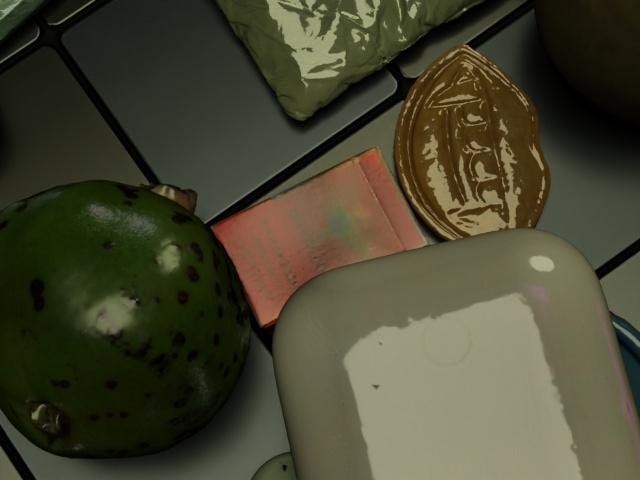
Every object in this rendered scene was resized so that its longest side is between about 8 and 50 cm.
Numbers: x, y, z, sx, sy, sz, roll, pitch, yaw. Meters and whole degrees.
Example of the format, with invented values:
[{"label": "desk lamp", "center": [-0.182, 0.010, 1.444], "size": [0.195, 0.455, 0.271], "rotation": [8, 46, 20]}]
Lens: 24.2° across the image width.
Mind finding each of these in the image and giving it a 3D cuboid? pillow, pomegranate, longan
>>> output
[{"label": "pillow", "center": [0.019, -0.296, 1.433], "size": [0.281, 0.076, 0.274], "rotation": [-32, 79, -5]}, {"label": "pomegranate", "center": [-0.181, 0.055, 1.286], "size": [0.254, 0.254, 0.270], "rotation": [14, 59, 5]}, {"label": "longan", "center": [0.312, -0.225, 1.336], "size": [0.248, 0.248, 0.248], "rotation": [0, 77, 2]}]

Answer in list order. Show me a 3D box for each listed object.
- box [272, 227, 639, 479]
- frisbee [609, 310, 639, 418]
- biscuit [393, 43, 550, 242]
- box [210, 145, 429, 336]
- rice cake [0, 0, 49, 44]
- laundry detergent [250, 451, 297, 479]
[{"label": "box", "center": [0.122, 0.173, 1.238], "size": [0.289, 0.141, 0.349], "rotation": [-13, 78, -1]}, {"label": "frisbee", "center": [0.183, 0.184, 1.330], "size": [0.289, 0.049, 0.289], "rotation": [-1, 79, 4]}, {"label": "biscuit", "center": [0.141, -0.079, 1.403], "size": [0.142, 0.029, 0.220], "rotation": [-7, 77, 1]}, {"label": "box", "center": [0.000, 0.000, 1.379], "size": [0.175, 0.048, 0.112], "rotation": [-25, 76, -3]}, {"label": "rice cake", "center": [-0.259, -0.267, 1.451], "size": [0.245, 0.045, 0.042], "rotation": [-44, 78, -7]}, {"label": "laundry detergent", "center": [-0.030, 0.258, 1.311], "size": [0.099, 0.070, 0.225], "rotation": [25, 78, 16]}]
